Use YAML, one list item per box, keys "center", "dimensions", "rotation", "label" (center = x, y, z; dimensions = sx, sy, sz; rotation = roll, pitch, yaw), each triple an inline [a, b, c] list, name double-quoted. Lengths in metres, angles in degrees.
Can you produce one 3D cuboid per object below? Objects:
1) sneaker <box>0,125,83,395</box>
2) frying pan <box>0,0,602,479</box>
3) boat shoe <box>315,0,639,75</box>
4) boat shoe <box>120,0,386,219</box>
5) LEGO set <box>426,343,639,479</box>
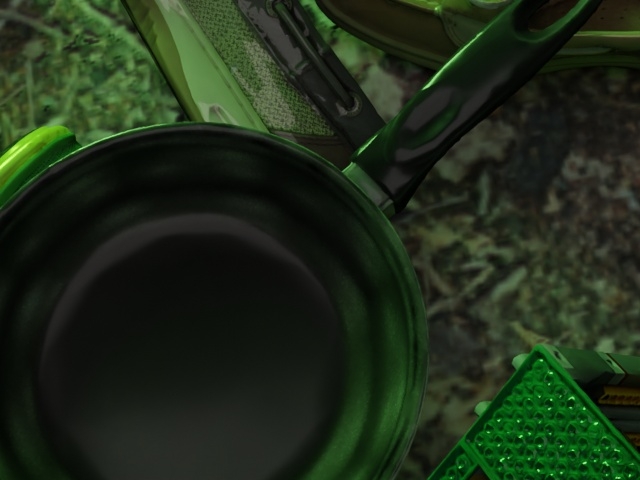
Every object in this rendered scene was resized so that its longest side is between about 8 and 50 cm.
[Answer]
- center: [-0.147, 0.092, 0.491]
  dimensions: [0.123, 0.109, 0.296]
  rotation: [15, 74, -18]
  label: "sneaker"
- center: [-0.028, -0.009, 0.442]
  dimensions: [0.197, 0.053, 0.326]
  rotation: [23, 72, 11]
  label: "frying pan"
- center: [0.133, -0.134, 0.506]
  dimensions: [0.285, 0.089, 0.105]
  rotation: [7, 79, 8]
  label: "boat shoe"
- center: [-0.057, -0.138, 0.526]
  dimensions: [0.092, 0.103, 0.285]
  rotation: [-27, 80, -6]
  label: "boat shoe"
- center: [0.149, 0.197, 0.388]
  dimensions: [0.331, 0.192, 0.255]
  rotation: [42, 112, 42]
  label: "LEGO set"
